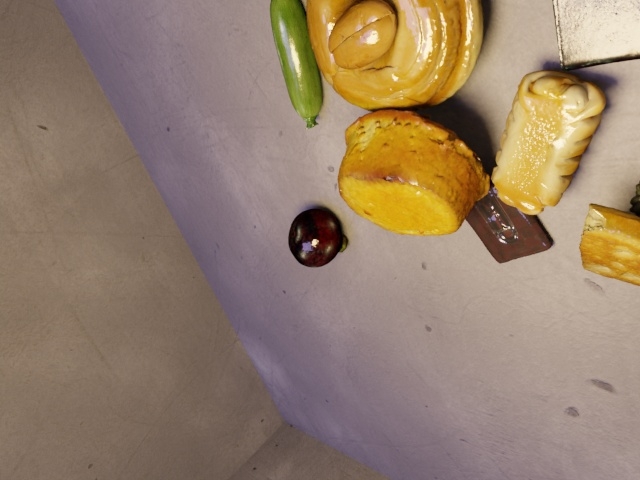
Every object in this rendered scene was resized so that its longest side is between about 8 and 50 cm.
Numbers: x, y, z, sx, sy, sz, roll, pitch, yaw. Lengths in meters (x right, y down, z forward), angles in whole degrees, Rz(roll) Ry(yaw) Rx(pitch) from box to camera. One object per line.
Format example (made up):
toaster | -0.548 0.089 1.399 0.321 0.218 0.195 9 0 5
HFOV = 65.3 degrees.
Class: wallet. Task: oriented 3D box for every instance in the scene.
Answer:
wallet | 0.559 -0.389 0.827 0.318 0.045 0.172 5 124 45
wallet | 0.461 -0.049 1.277 0.229 0.049 0.182 53 144 -5

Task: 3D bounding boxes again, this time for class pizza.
pizza | 0.663 0.027 0.988 0.268 0.087 0.258 22 172 32

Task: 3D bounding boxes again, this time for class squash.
squash | -0.062 -0.508 1.420 0.107 0.107 0.395 18 133 41

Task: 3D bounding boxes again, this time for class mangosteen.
mangosteen | -0.005 -0.005 1.764 0.216 0.216 0.216 31 142 28

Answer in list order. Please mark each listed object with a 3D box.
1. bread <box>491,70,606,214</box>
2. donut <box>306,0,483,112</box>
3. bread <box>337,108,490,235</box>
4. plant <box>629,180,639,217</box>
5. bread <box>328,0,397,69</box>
bread | 0.467 -0.199 1.053 0.173 0.121 0.311 36 144 28
donut | 0.149 -0.483 1.104 0.449 0.198 0.449 31 140 30
bread | 0.202 -0.147 1.197 0.358 0.204 0.337 10 151 44
plant | 0.649 -0.091 0.949 0.092 0.094 0.143 -7 147 14
bread | 0.076 -0.411 1.014 0.189 0.077 0.114 -16 111 53
